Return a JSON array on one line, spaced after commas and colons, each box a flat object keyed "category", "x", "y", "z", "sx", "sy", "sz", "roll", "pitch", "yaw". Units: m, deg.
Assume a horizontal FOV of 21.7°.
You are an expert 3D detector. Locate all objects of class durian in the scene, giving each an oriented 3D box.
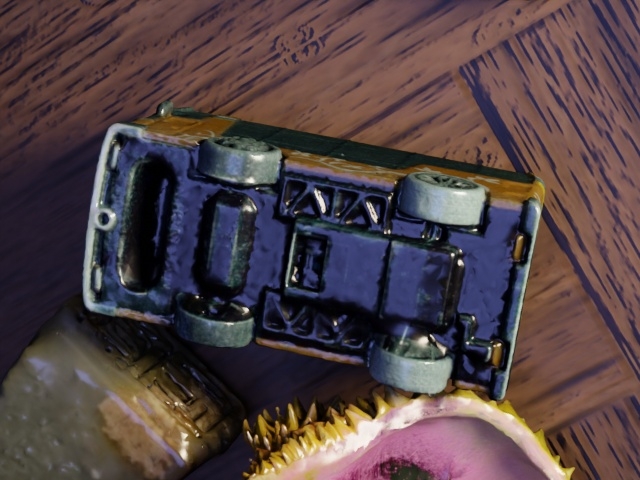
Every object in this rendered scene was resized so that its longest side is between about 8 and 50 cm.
[{"category": "durian", "x": 0.077, "y": 0.177, "z": 1.099, "sx": 0.186, "sy": 0.154, "sz": 0.260, "roll": -26, "pitch": 115, "yaw": 2}]

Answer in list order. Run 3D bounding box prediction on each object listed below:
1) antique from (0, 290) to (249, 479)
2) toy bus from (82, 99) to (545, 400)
[{"category": "antique", "x": -0.202, "y": 0.178, "z": 1.186, "sx": 0.150, "sy": 0.125, "sz": 0.284, "roll": 46, "pitch": 107, "yaw": 5}, {"category": "toy bus", "x": 0.000, "y": 0.000, "z": 1.079, "sx": 0.275, "sy": 0.167, "sz": 0.138, "roll": 11, "pitch": 102, "yaw": 9}]
